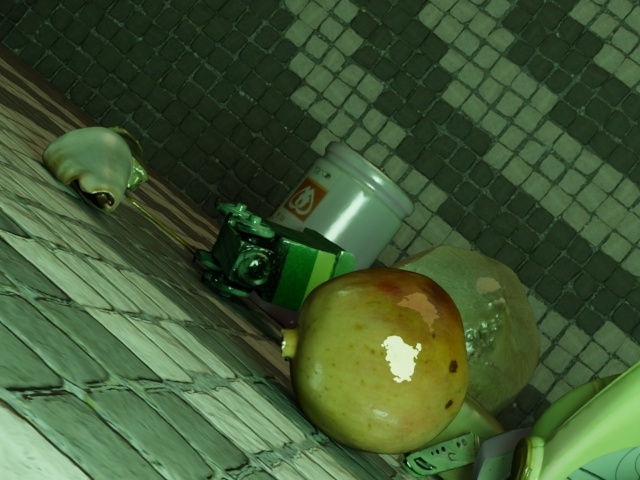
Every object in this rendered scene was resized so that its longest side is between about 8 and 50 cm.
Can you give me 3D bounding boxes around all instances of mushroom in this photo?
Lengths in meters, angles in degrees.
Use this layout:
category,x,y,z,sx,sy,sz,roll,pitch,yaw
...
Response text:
category,x,y,z,sx,sy,sz,roll,pitch,yaw
mushroom,-0.376,-0.153,1.874,0.100,0.081,0.312,36,4,-18

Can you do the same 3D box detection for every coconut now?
category,x,y,z,sx,sy,sz,roll,pitch,yaw
coconut,0.231,0.179,1.869,0.346,0.346,0.360,39,-36,6

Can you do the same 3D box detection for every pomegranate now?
category,x,y,z,sx,sy,sz,roll,pitch,yaw
pomegranate,0.055,0.116,0.986,0.191,0.191,0.191,39,-1,1

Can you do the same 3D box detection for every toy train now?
category,x,y,z,sx,sy,sz,roll,pitch,yaw
toy train,-0.075,0.028,1.482,0.202,0.120,0.301,19,4,-15

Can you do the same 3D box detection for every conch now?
category,x,y,z,sx,sy,sz,roll,pitch,yaw
conch,-0.287,-0.080,1.238,0.104,0.094,0.176,56,17,-34

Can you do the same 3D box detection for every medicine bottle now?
category,x,y,z,sx,sy,sz,roll,pitch,yaw
medicine bottle,0.000,0.000,1.796,0.202,0.316,0.202,39,-2,2

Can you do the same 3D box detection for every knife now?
category,x,y,z,sx,sy,sz,roll,pitch,yaw
knife,0.203,0.265,1.282,0.293,0.020,0.043,-2,64,-46

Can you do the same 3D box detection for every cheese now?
category,x,y,z,sx,sy,sz,roll,pitch,yaw
cheese,0.115,0.213,1.418,0.265,0.124,0.242,39,3,-20

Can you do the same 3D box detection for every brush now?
category,x,y,z,sx,sy,sz,roll,pitch,yaw
brush,-0.251,-0.012,1.700,0.205,0.011,0.083,39,0,-15

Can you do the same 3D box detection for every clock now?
category,x,y,z,sx,sy,sz,roll,pitch,yaw
clock,0.260,0.294,1.180,0.172,0.198,0.064,31,29,-21
clock,0.341,0.258,1.045,0.286,0.348,0.117,40,27,-17
